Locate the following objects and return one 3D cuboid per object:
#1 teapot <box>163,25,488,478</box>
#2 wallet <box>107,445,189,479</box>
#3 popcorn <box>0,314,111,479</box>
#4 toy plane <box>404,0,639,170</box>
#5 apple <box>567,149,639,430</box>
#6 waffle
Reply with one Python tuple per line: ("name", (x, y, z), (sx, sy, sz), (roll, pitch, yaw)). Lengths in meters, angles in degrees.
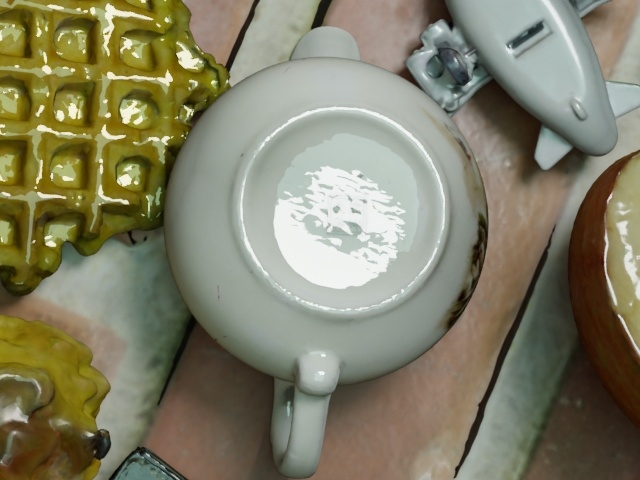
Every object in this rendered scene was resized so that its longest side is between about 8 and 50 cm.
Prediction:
("teapot", (0.000, 0.000, 1.244), (0.204, 0.139, 0.298), (12, 82, -10))
("wallet", (-0.041, 0.288, 1.263), (0.317, 0.044, 0.169), (37, 85, -4))
("popcorn", (-0.204, 0.126, 1.203), (0.148, 0.152, 0.167), (24, 80, -35))
("toy plane", (0.141, -0.129, 1.303), (0.174, 0.080, 0.174), (1, 97, 6))
("apple", (0.281, 0.027, 1.274), (0.293, 0.163, 0.251), (-27, 81, -23))
("waffle", (-0.205, -0.101, 1.257), (0.291, 0.051, 0.291), (1, 84, -12))
